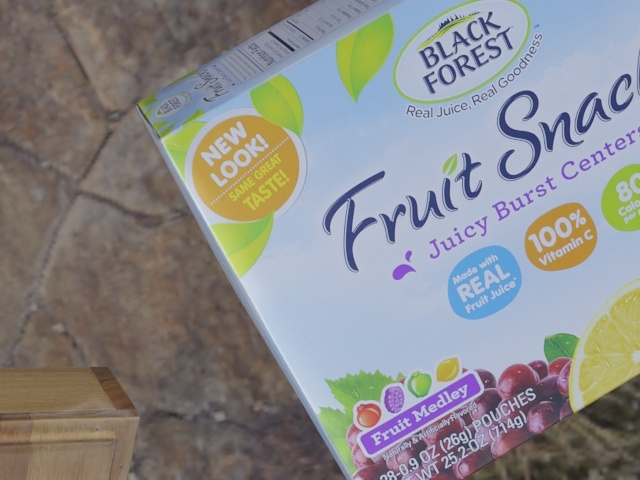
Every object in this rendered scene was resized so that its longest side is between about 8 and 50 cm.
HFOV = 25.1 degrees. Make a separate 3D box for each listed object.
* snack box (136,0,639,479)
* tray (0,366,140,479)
[{"bbox_3d":[0.064,-0.022,0.532,0.207,0.070,0.174,-30,111,-6],"label":"snack box"},{"bbox_3d":[-0.259,0.282,0.949,0.203,0.076,0.411,2,113,-29],"label":"tray"}]
